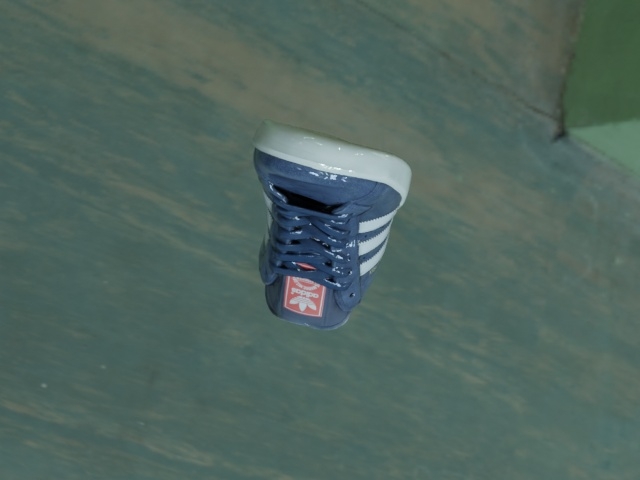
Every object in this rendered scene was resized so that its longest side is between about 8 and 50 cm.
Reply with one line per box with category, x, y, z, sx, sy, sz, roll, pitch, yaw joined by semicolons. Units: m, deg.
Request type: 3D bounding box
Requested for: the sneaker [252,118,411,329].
sneaker;0.000;0.000;1.069;0.131;0.350;0.148;18;83;11
